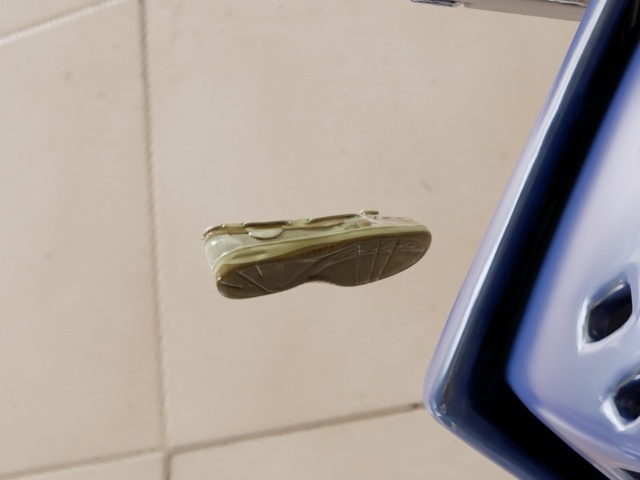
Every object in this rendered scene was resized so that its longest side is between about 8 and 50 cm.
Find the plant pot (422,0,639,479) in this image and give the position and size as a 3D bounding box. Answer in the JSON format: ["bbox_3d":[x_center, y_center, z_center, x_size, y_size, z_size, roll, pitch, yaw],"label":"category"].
[{"bbox_3d":[0.186,0.019,0.496,0.212,0.236,0.236,2,62,55],"label":"plant pot"}]

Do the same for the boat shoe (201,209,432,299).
[{"bbox_3d":[-0.001,0.001,0.958,0.153,0.056,0.048,-11,54,-16],"label":"boat shoe"}]

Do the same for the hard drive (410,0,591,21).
[{"bbox_3d":[0.077,-0.307,0.827,0.237,0.064,0.338,6,91,-11],"label":"hard drive"}]
